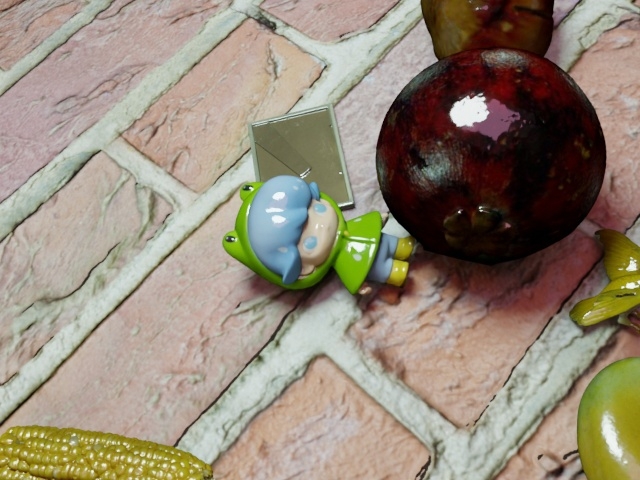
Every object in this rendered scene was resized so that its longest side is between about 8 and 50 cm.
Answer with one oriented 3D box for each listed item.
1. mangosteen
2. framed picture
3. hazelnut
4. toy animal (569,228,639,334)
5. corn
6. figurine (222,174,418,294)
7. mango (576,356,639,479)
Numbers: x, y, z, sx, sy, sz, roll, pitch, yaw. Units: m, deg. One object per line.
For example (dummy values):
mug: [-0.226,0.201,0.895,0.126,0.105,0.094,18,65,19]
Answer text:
mangosteen: [0.220,-0.114,0.839,0.311,0.311,0.311,-4,62,8]
framed picture: [-0.035,-0.125,1.031,0.150,0.015,0.203,-13,62,3]
hazelnut: [0.272,-0.364,1.008,0.229,0.229,0.229,-4,62,8]
toy animal: [0.407,0.067,0.815,0.155,0.095,0.219,8,34,14]
corn: [-0.280,0.295,0.813,0.313,0.102,0.102,3,64,9]
figurine: [0.000,0.000,0.900,0.263,0.143,0.162,16,73,-1]
mango: [0.366,0.228,0.737,0.130,0.092,0.194,10,61,16]
